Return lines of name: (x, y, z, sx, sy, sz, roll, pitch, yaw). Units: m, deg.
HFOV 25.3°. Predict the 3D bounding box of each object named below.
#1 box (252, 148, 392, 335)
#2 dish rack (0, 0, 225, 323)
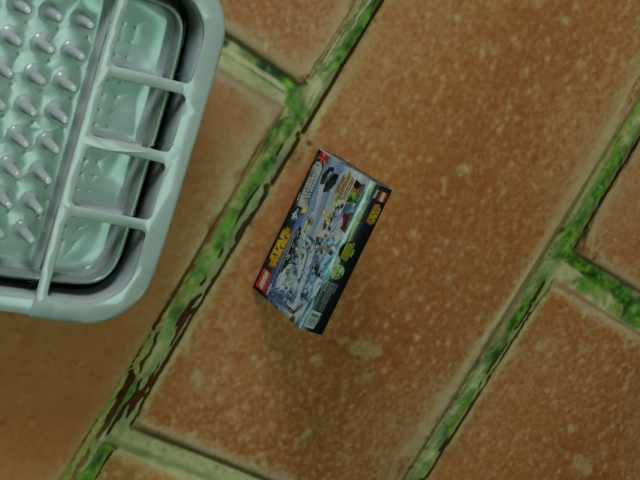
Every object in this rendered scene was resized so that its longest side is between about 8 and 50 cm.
box: (0.000, 0.000, 1.201, 0.027, 0.094, 0.137, 21, 99, -34)
dish rack: (-0.254, -0.095, 1.032, 0.333, 0.072, 0.285, 10, 106, -32)
